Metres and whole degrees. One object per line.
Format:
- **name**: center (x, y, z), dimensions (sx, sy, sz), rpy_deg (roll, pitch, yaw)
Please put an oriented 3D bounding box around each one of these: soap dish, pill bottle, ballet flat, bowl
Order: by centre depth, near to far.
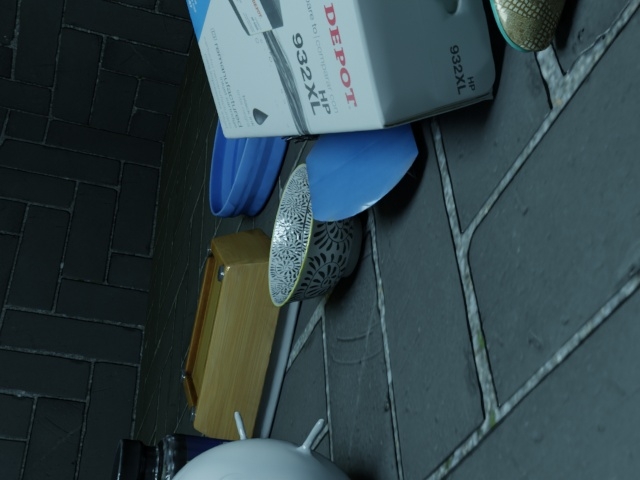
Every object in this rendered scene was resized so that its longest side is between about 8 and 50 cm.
- **ballet flat**: center (0.162, -0.239, 0.621), dimensions (0.067, 0.073, 0.206), rpy_deg (-29, 54, 51)
- **bowl**: center (0.000, 0.000, 0.982), dimensions (0.170, 0.080, 0.170), rpy_deg (-170, 90, -74)
- **pill bottle**: center (-0.141, 0.301, 1.014), dimensions (0.123, 0.219, 0.123), rpy_deg (-169, 90, -74)
- **soap dish**: center (-0.124, 0.138, 1.246), dimensions (0.229, 0.118, 0.291), rpy_deg (-138, 59, -71)
- **bowl**: center (-0.124, -0.229, 1.552), dimensions (0.391, 0.077, 0.391), rpy_deg (-169, 90, -74)

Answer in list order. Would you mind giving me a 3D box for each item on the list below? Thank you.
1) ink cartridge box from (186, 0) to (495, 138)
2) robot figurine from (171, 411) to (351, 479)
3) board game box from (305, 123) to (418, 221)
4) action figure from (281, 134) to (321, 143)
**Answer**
- **ink cartridge box**: center (-0.003, -0.218, 0.781), dimensions (0.307, 0.129, 0.223), rpy_deg (9, 116, 59)
- **robot figurine**: center (-0.061, 0.337, 0.759), dimensions (0.300, 0.200, 0.353), rpy_deg (-2, 74, 32)
- **board game box**: center (0.049, -0.082, 0.888), dimensions (0.133, 0.033, 0.169), rpy_deg (-33, 38, 22)
- **action figure**: center (-0.034, -0.284, 1.156), dimensions (0.164, 0.141, 0.276), rpy_deg (73, -167, -63)
